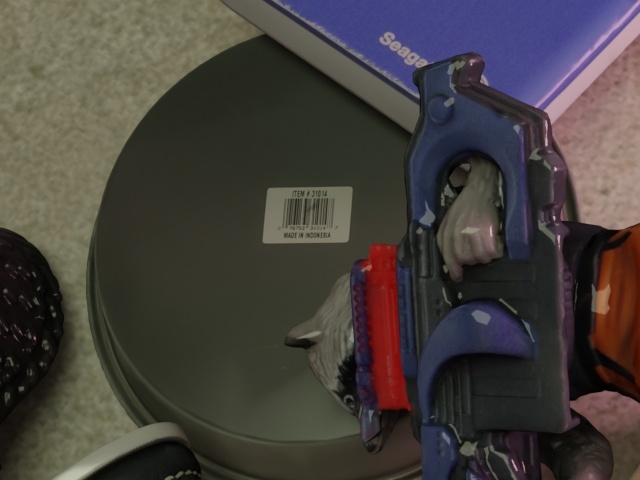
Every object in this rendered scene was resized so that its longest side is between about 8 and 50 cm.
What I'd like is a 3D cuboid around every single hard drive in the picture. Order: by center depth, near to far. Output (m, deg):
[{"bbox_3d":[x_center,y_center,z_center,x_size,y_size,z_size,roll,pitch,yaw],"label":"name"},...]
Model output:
[{"bbox_3d":[0.119,-0.199,1.096,0.210,0.040,0.318,36,68,23],"label":"hard drive"}]

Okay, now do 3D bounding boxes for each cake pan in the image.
[{"bbox_3d":[0.000,0.000,1.072,0.293,0.054,0.293,-5,67,11],"label":"cake pan"}]

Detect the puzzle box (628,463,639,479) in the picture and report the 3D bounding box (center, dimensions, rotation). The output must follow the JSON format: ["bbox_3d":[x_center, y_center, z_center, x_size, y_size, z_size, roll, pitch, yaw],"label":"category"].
[{"bbox_3d":[0.279,0.281,0.893,0.409,0.052,0.272,31,77,23],"label":"puzzle box"}]

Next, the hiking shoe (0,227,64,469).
[{"bbox_3d":[-0.219,0.091,1.065,0.114,0.086,0.227,-26,36,38],"label":"hiking shoe"}]

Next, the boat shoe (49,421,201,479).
[{"bbox_3d":[-0.161,0.224,0.993,0.302,0.114,0.091,-46,65,6],"label":"boat shoe"}]

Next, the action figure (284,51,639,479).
[{"bbox_3d":[0.144,0.086,0.923,0.330,0.178,0.341,7,97,21],"label":"action figure"}]
